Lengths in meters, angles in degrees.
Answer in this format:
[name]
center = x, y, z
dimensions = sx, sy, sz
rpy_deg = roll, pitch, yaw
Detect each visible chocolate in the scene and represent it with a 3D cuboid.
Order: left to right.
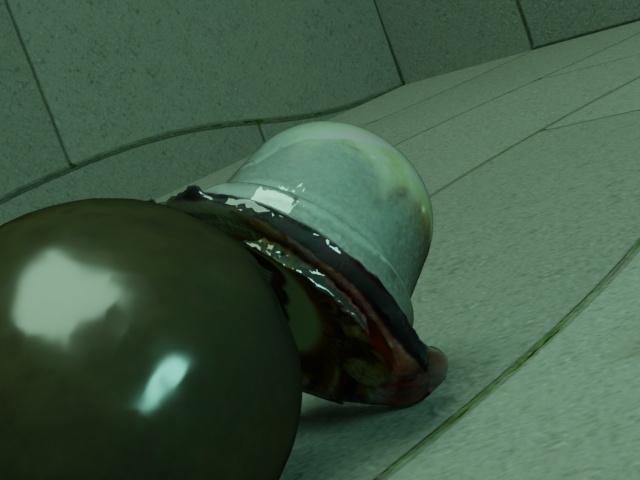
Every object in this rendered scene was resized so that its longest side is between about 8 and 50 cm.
[chocolate]
center = 0.008, 0.000, 0.856
dimensions = 0.147, 0.221, 0.221
rpy_deg = -51, 24, -24

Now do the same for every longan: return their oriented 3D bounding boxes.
[longan]
center = -0.126, 0.088, 0.712
dimensions = 0.248, 0.248, 0.248
rpy_deg = -19, 10, 3
